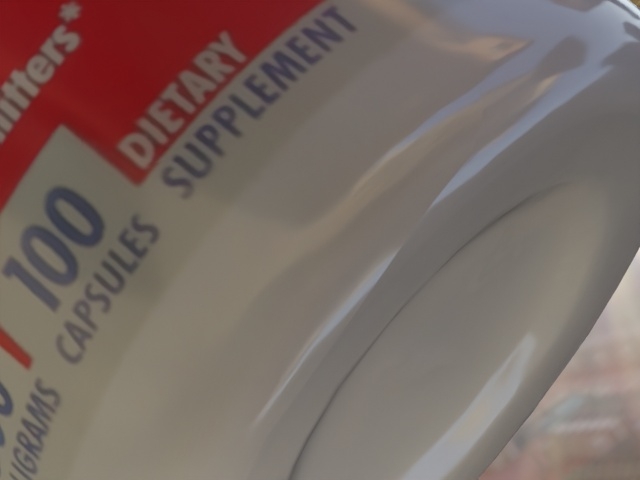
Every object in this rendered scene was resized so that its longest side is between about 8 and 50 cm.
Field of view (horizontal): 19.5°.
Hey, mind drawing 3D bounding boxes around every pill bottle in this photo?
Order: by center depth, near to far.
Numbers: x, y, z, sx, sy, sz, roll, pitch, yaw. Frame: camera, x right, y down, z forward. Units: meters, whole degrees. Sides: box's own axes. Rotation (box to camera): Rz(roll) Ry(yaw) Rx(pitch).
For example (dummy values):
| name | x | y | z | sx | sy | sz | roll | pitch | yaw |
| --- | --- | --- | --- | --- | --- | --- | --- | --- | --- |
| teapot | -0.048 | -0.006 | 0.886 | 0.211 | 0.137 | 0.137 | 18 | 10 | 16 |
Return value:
| name | x | y | z | sx | sy | sz | roll | pitch | yaw |
| --- | --- | --- | --- | --- | --- | --- | --- | --- | --- |
| pill bottle | -0.111 | -0.078 | 0.588 | 0.407 | 0.229 | 0.229 | 39 | -27 | 23 |

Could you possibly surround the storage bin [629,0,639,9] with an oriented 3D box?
| name | x | y | z | sx | sy | sz | roll | pitch | yaw |
| --- | --- | --- | --- | --- | --- | --- | --- | --- | --- |
| storage bin | 0.131 | -0.153 | 1.280 | 0.123 | 0.260 | 0.262 | 43 | 6 | 6 |
